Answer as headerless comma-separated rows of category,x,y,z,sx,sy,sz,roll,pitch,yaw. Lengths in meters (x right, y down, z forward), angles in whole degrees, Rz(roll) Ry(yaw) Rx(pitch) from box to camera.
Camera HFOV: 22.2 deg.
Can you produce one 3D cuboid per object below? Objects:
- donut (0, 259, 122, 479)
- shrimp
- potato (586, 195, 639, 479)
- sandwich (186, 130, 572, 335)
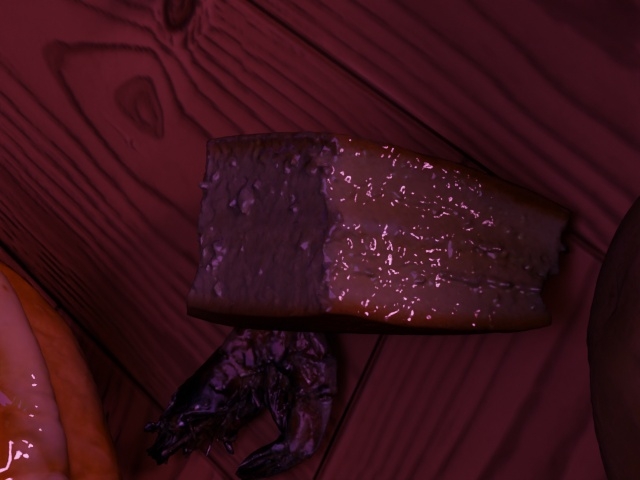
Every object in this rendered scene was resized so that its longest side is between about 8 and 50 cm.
donut,-0.307,0.177,1.076,0.449,0.198,0.449,3,94,44
shrimp,-0.048,0.101,0.939,0.161,0.034,0.091,-42,62,33
potato,0.199,0.071,0.629,0.235,0.160,0.178,49,161,16
sandwich,0.000,0.000,0.847,0.258,0.096,0.094,0,78,43
